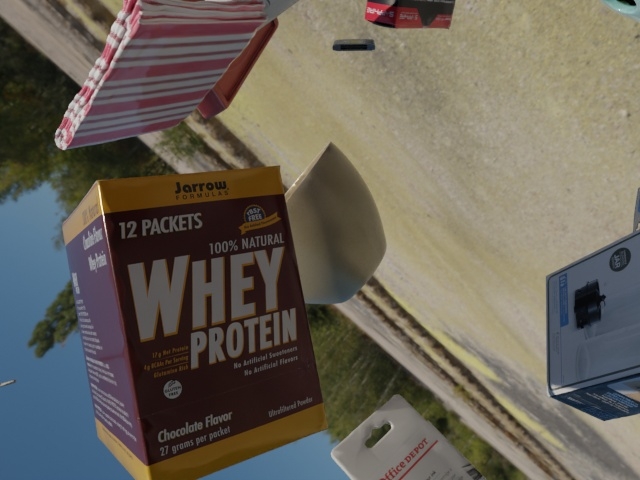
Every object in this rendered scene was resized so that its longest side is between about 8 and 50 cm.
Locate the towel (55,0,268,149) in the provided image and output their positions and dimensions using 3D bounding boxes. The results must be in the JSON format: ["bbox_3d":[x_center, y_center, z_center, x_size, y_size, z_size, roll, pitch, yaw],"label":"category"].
[{"bbox_3d":[-0.150,-0.154,0.502,0.197,0.144,0.029,-33,85,42],"label":"towel"}]

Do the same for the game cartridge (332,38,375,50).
[{"bbox_3d":[0.066,-0.385,1.068,0.056,0.083,0.017,-82,-8,-63],"label":"game cartridge"}]

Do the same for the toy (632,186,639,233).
[{"bbox_3d":[0.604,-0.001,0.860,0.238,0.136,0.056,7,-179,-20],"label":"toy"}]

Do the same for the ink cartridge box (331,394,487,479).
[{"bbox_3d":[0.096,0.244,0.493,0.180,0.104,0.060,43,140,24],"label":"ink cartridge box"}]

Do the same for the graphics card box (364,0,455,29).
[{"bbox_3d":[0.221,-0.647,1.143,0.094,0.233,0.370,30,125,35],"label":"graphics card box"}]

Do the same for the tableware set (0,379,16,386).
[{"bbox_3d":[-0.396,0.161,0.541,0.154,0.104,0.024,58,-164,-72],"label":"tableware set"}]

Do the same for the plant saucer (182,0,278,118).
[{"bbox_3d":[-0.162,-0.369,0.949,0.048,0.258,0.259,27,170,14],"label":"plant saucer"}]

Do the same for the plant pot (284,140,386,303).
[{"bbox_3d":[0.000,0.000,0.935,0.191,0.284,0.284,39,173,-8],"label":"plant pot"}]

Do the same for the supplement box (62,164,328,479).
[{"bbox_3d":[-0.112,0.059,0.433,0.191,0.129,0.194,-13,87,58],"label":"supplement box"}]

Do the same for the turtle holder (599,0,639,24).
[{"bbox_3d":[0.472,-0.381,0.717,0.244,0.227,0.320,-12,131,33],"label":"turtle holder"}]

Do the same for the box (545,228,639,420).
[{"bbox_3d":[0.366,0.063,0.540,0.087,0.169,0.290,26,146,-14],"label":"box"}]

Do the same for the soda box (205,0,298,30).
[{"bbox_3d":[-0.036,-0.412,0.760,0.091,0.286,0.098,61,-168,10],"label":"soda box"}]
